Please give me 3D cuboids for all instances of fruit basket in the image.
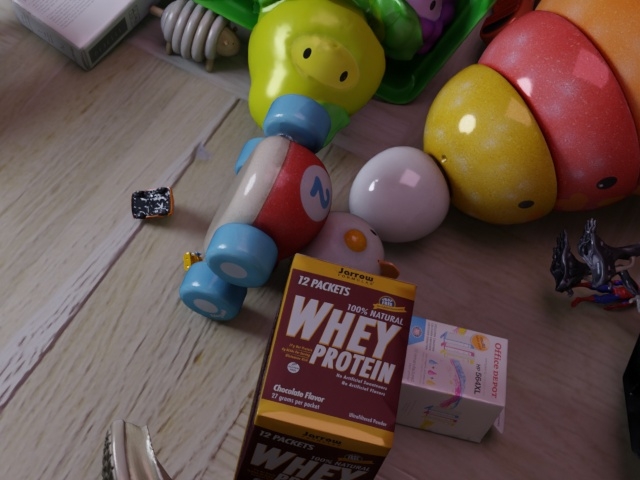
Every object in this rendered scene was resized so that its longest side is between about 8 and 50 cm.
[{"bbox_3d":[0.017,-0.299,1.386,0.392,0.283,0.392,24,39,-21],"label":"fruit basket"}]

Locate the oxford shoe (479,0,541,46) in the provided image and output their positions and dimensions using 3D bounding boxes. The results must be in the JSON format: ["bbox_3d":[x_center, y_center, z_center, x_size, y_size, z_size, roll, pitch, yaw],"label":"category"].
[{"bbox_3d":[0.315,-0.335,1.639,0.098,0.097,0.271,50,45,-17],"label":"oxford shoe"}]

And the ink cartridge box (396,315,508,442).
[{"bbox_3d":[0.143,0.155,1.220,0.143,0.090,0.092,13,52,-4],"label":"ink cartridge box"}]

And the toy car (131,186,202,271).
[{"bbox_3d":[-0.181,-0.009,1.304,0.040,0.060,0.122,9,58,-65],"label":"toy car"}]

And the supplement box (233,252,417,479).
[{"bbox_3d":[0.002,0.154,1.118,0.129,0.194,0.191,15,52,-3],"label":"supplement box"}]

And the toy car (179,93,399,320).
[{"bbox_3d":[0.000,0.000,1.242,0.238,0.210,0.219,26,60,-10],"label":"toy car"}]

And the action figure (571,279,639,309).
[{"bbox_3d":[0.363,0.067,1.378,0.115,0.030,0.038,0,60,-20],"label":"action figure"}]

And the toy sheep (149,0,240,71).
[{"bbox_3d":[-0.168,-0.279,1.460,0.132,0.091,0.091,20,52,1],"label":"toy sheep"}]

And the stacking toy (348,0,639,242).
[{"bbox_3d":[0.251,-0.130,1.380,0.480,0.350,0.350,-28,64,-8],"label":"stacking toy"}]

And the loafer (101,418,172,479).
[{"bbox_3d":[-0.139,0.293,1.049,0.092,0.102,0.268,-13,68,-24],"label":"loafer"}]

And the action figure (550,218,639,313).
[{"bbox_3d":[0.427,0.042,1.310,0.276,0.164,0.140,18,67,-8],"label":"action figure"}]

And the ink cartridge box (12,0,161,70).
[{"bbox_3d":[-0.313,-0.394,1.483,0.239,0.060,0.275,36,71,14],"label":"ink cartridge box"}]

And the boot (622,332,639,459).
[{"bbox_3d":[0.559,0.251,1.149,0.445,0.146,0.367,21,14,-3],"label":"boot"}]
